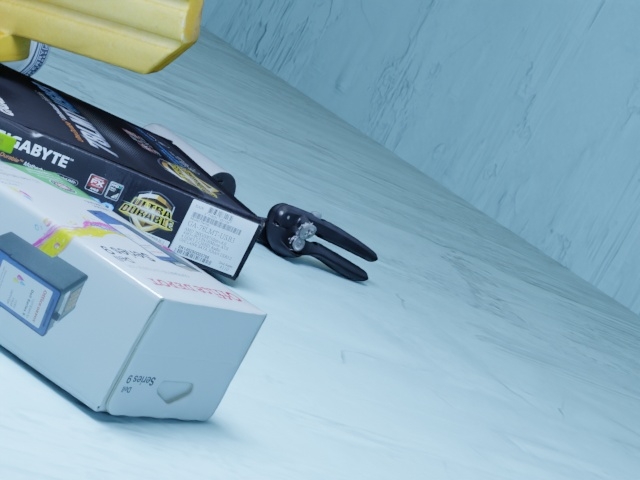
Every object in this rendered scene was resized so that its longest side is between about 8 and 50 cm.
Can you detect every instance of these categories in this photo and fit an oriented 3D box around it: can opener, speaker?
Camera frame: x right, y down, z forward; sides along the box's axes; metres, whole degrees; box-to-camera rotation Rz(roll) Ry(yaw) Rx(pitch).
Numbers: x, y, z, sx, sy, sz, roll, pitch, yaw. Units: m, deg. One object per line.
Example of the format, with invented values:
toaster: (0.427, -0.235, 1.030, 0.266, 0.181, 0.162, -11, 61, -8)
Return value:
can opener: (0.000, 0.000, 2.171, 0.186, 0.059, 0.073, 20, 11, -42)
speaker: (-0.154, -0.080, 2.171, 0.055, 0.055, 0.136, 19, 12, -48)

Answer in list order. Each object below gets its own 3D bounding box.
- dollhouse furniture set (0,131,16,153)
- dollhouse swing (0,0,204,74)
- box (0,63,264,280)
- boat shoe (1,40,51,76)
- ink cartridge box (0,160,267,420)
dollhouse furniture set: (-0.299, -0.064, 1.561, 0.152, 0.076, 0.058, 23, -3, -41)
dollhouse swing: (-0.305, -0.311, 1.721, 0.315, 0.346, 0.305, -9, 26, -45)
box: (-0.234, -0.083, 1.881, 0.293, 0.073, 0.295, 25, 8, -27)
boat shoe: (-0.492, -0.315, 2.311, 0.367, 0.136, 0.156, 42, 16, 21)
ink cartridge box: (-0.165, 0.031, 1.320, 0.212, 0.093, 0.154, 34, 9, 25)
